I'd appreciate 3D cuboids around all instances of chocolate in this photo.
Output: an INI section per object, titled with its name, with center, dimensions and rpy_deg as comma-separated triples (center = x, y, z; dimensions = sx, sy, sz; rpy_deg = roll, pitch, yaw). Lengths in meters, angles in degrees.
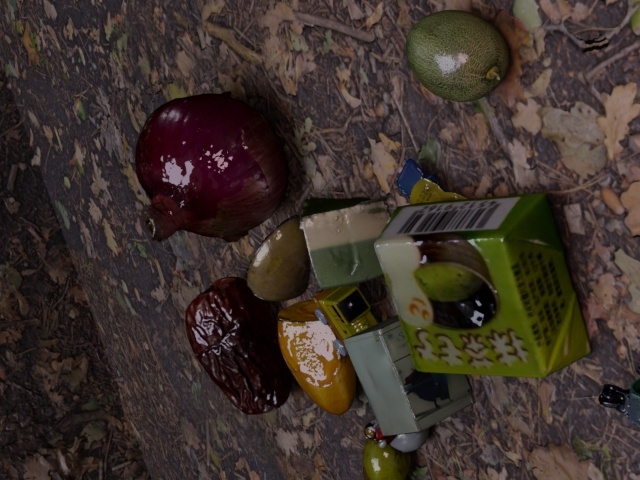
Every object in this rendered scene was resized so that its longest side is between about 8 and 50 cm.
[chocolate]
center = 0.255, 0.084, 1.709
dimensions = 0.300, 0.137, 0.289
rpy_deg = -3, 114, 44

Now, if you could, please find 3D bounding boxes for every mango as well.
[mango]
center = 0.004, 0.262, 2.288
dimensions = 0.187, 0.138, 0.257
rpy_deg = 8, 119, 37

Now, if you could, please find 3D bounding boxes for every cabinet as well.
[cabinet]
center = 0.172, 0.250, 2.006
dimensions = 0.150, 0.145, 0.206
rpy_deg = -26, 86, 59

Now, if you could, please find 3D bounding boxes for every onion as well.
[onion]
center = -0.262, -0.128, 2.213
dimensions = 0.347, 0.385, 0.348
rpy_deg = 19, 136, 20

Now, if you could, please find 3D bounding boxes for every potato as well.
[potato]
center = -0.092, 0.077, 2.346
dimensions = 0.100, 0.120, 0.261
rpy_deg = 46, 143, 22

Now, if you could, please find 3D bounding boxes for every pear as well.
[pear]
center = 0.141, 0.464, 2.217
dimensions = 0.107, 0.107, 0.131
rpy_deg = -15, 78, 59

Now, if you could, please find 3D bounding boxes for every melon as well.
[melon]
center = 0.216, -0.287, 1.628
dimensions = 0.192, 0.139, 0.139
rpy_deg = 36, 136, 42

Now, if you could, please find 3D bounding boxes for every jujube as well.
[jujube]
center = -0.188, 0.256, 2.526
dimensions = 0.216, 0.216, 0.342
rpy_deg = -9, 109, 58

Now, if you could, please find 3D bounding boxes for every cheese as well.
[cheese]
center = 0.220, -0.040, 1.834
dimensions = 0.250, 0.064, 0.156
rpy_deg = 52, 144, 21

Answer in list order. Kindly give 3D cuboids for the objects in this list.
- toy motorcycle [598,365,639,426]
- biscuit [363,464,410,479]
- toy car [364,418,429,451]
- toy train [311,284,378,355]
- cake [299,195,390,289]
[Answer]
[toy motorcycle]
center = 0.499, 0.248, 1.546
dimensions = 0.173, 0.100, 0.058
rpy_deg = 25, 128, 45
[biscuit]
center = 0.189, 0.610, 2.290
dimensions = 0.301, 0.043, 0.278
rpy_deg = -14, 96, 59
[toy car]
center = 0.171, 0.377, 2.136
dimensions = 0.112, 0.112, 0.139
rpy_deg = 43, 133, 13
[toy train]
center = 0.066, 0.165, 2.128
dimensions = 0.219, 0.089, 0.127
rpy_deg = 58, 162, -10
[cake]
center = -0.001, -0.001, 2.107
dimensions = 0.283, 0.172, 0.158
rpy_deg = 8, 113, 57
